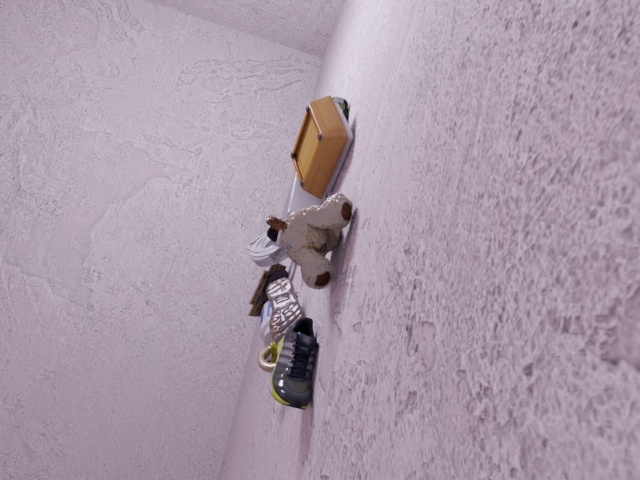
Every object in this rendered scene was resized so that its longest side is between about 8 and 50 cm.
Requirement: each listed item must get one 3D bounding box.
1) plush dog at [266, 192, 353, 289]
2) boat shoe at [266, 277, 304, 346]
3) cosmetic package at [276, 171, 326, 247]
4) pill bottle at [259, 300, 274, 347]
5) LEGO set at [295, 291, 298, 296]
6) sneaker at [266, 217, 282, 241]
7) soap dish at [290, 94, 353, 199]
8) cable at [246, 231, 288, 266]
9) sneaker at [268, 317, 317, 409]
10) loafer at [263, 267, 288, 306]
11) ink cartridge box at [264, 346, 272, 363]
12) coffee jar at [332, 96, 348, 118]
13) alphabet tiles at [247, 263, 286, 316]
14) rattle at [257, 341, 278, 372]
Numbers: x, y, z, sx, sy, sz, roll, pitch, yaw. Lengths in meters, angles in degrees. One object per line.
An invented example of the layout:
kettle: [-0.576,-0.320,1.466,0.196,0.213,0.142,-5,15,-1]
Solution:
plush dog: [-0.020,-0.013,1.317,0.225,0.211,0.262,9,-82,-72]
boat shoe: [-0.104,0.264,1.591,0.324,0.123,0.116,-102,-7,-52]
cosmetic package: [-0.070,-0.108,1.836,0.224,0.138,0.224,117,167,-52]
pill bottle: [-0.164,0.318,1.765,0.221,0.124,0.124,-99,26,-70]
LEGO set: [-0.107,0.228,1.877,0.083,0.023,0.054,127,156,-68]
sneaker: [-0.128,-0.080,2.117,0.267,0.101,0.106,-30,20,28]
soap dish: [-0.005,-0.325,1.663,0.291,0.118,0.229,116,146,-45]
cable: [-0.215,0.027,2.246,0.257,0.089,0.257,-31,25,-2]
sneaker: [-0.063,0.308,1.227,0.300,0.111,0.121,-99,29,-64]
loafer: [-0.223,0.264,2.300,0.095,0.109,0.302,-90,13,-72]
ink cartridge box: [-0.207,0.464,2.004,0.099,0.056,0.135,-99,26,-70]
coffee jar: [0.060,-0.461,1.801,0.096,0.079,0.184,113,169,-46]
alphabet tiles: [-0.259,0.244,2.336,0.285,0.011,0.342,-66,-14,-5]
rattle: [-0.128,0.434,1.545,0.200,0.130,0.142,35,124,53]
